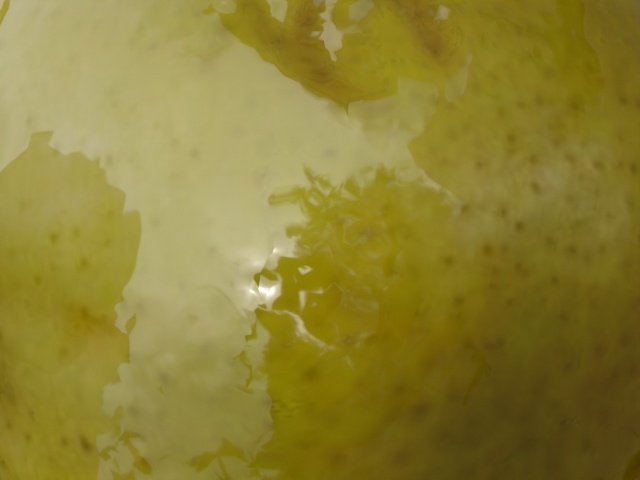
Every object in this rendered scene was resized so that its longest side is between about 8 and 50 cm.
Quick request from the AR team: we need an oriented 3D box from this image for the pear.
[{"bbox_3d":[0.000,0.000,0.561,0.362,0.362,0.418,-16,67,41],"label":"pear"}]
